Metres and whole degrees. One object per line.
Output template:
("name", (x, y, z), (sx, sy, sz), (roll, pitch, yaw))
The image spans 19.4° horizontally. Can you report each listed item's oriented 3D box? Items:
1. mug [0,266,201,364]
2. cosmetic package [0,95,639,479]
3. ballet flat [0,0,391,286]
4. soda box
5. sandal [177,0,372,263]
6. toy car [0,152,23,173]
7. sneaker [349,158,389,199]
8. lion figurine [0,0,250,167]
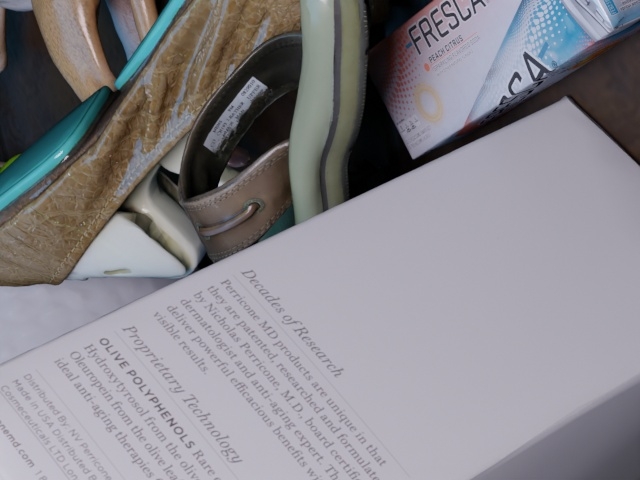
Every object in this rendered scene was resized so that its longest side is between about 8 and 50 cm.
("mug", (-0.202, 0.173, 1.270), (0.374, 0.276, 0.328), (134, 148, -67))
("cosmetic package", (0.011, 0.102, 0.858), (0.155, 0.366, 0.197), (47, 142, 24))
("ballet flat", (-0.085, -0.055, 1.054), (0.124, 0.116, 0.342), (41, 117, -10))
("soda box", (0.093, -0.101, 0.885), (0.063, 0.058, 0.183), (62, 150, 3))
("sandal", (-0.026, -0.050, 0.932), (0.120, 0.086, 0.302), (-91, 7, -45))
("toy car", (-0.283, 0.035, 1.417), (0.149, 0.188, 0.155), (63, 149, 2))
("sneaker", (0.001, 0.000, 1.092), (0.152, 0.058, 0.084), (-24, 97, 55))
("lion figurine", (-0.199, -0.193, 1.211), (0.392, 0.142, 0.240), (17, 120, 33))
